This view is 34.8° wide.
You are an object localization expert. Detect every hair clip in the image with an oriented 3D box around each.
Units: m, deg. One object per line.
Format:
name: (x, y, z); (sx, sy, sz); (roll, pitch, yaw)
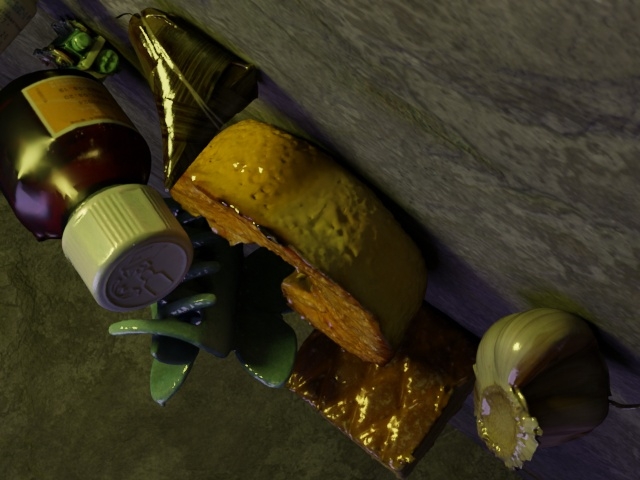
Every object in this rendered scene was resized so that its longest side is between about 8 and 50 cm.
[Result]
hair clip: (-0.198, 0.078, 1.707); (0.392, 0.318, 0.238); (-9, 142, 19)

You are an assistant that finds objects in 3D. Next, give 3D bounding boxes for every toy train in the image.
toy train: (-0.404, -0.311, 1.720); (0.125, 0.081, 0.194); (32, 170, -28)

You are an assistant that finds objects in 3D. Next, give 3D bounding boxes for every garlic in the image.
garlic: (0.293, 0.198, 1.234); (0.256, 0.207, 0.207); (24, 165, 28)

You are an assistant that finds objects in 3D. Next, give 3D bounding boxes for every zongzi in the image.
zongzi: (-0.197, -0.179, 1.241); (0.187, 0.184, 0.084); (35, 170, 11)

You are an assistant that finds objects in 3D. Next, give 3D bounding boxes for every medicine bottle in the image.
medicine bottle: (-0.363, -0.070, 1.591); (0.395, 0.242, 0.242); (56, -179, 31)
medicine bottle: (-0.446, -0.343, 1.425); (0.105, 0.168, 0.105); (37, 171, 7)

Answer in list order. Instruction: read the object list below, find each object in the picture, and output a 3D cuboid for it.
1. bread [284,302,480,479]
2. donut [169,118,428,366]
bread: (0.117, 0.239, 1.830); (0.279, 0.279, 0.207); (33, 172, 17)
donut: (0.000, 0.000, 1.464); (0.435, 0.163, 0.377); (45, 167, -28)
